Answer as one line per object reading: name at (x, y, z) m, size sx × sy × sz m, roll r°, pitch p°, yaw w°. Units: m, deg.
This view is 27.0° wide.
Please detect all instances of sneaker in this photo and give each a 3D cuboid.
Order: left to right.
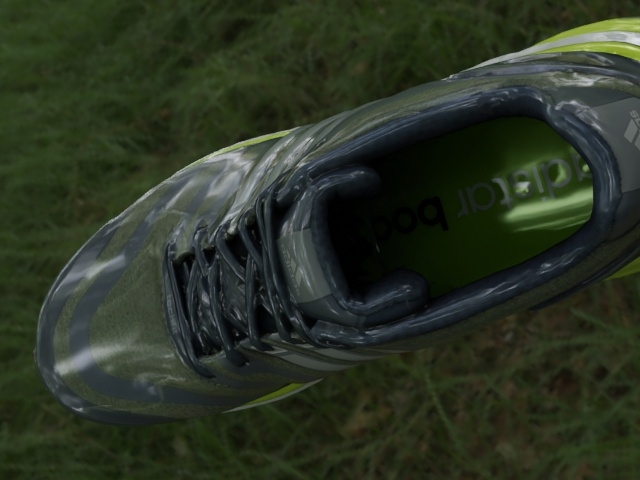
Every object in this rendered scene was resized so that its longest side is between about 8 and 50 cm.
sneaker at (0.000, 0.000, 0.484) m, size 0.300 × 0.111 × 0.121 m, roll -25°, pitch -3°, yaw 27°
